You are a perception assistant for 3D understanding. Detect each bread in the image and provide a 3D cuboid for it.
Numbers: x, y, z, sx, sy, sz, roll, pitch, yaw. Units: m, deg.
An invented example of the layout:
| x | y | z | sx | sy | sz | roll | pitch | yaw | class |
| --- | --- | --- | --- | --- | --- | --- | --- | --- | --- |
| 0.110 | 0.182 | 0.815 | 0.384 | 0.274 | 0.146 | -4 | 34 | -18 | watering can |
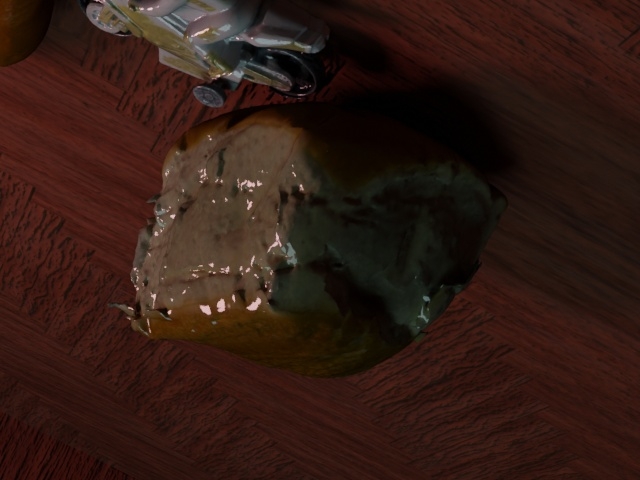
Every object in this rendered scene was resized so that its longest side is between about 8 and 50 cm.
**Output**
| x | y | z | sx | sy | sz | roll | pitch | yaw | class |
| --- | --- | --- | --- | --- | --- | --- | --- | --- | --- |
| 0.000 | 0.000 | 1.184 | 0.250 | 0.225 | 0.279 | 19 | 166 | -38 | bread |

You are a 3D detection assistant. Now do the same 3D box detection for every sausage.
| x | y | z | sx | sy | sz | roll | pitch | yaw | class |
| --- | --- | --- | --- | --- | --- | --- | --- | --- | --- |
| -0.262 | -0.226 | 1.147 | 0.098 | 0.098 | 0.238 | 26 | 159 | -4 | sausage |

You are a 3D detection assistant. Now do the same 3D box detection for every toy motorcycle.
| x | y | z | sx | sy | sz | roll | pitch | yaw | class |
| --- | --- | --- | --- | --- | --- | --- | --- | --- | --- |
| -0.099 | -0.185 | 1.107 | 0.229 | 0.074 | 0.151 | 22 | 152 | 12 | toy motorcycle |
